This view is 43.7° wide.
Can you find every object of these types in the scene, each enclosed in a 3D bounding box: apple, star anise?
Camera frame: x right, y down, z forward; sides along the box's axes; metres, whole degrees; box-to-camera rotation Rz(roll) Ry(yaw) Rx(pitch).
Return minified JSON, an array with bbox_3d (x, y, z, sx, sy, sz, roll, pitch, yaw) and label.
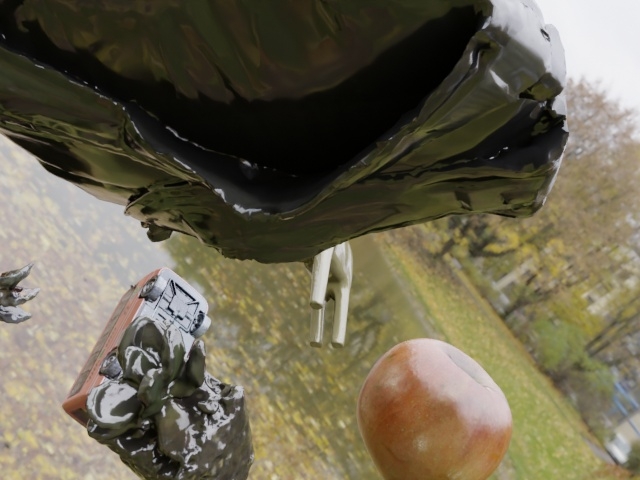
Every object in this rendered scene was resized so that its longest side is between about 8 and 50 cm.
[{"bbox_3d":[0.174,0.290,1.285,0.253,0.254,0.253,53,6,-8],"label":"apple"},{"bbox_3d":[-0.513,0.075,1.187,0.181,0.204,0.061,28,30,-18],"label":"star anise"}]

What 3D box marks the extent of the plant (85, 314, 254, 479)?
[{"bbox_3d":[-0.210,0.259,1.165,0.189,0.199,0.276,12,-42,36],"label":"plant"}]

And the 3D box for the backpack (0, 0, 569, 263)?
[{"bbox_3d":[-0.060,-0.122,0.531,0.363,0.446,0.254,43,57,-57],"label":"backpack"}]

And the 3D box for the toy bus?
[{"bbox_3d":[-0.464,0.290,2.046,0.203,0.233,0.426,45,42,-26],"label":"toy bus"}]

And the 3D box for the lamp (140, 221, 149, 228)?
[{"bbox_3d":[-0.192,-0.122,1.065,0.223,0.151,0.215,-122,-172,-75],"label":"lamp"}]

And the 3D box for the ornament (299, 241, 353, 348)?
[{"bbox_3d":[0.000,0.000,1.125,0.230,0.061,0.244,65,27,-59],"label":"ornament"}]
